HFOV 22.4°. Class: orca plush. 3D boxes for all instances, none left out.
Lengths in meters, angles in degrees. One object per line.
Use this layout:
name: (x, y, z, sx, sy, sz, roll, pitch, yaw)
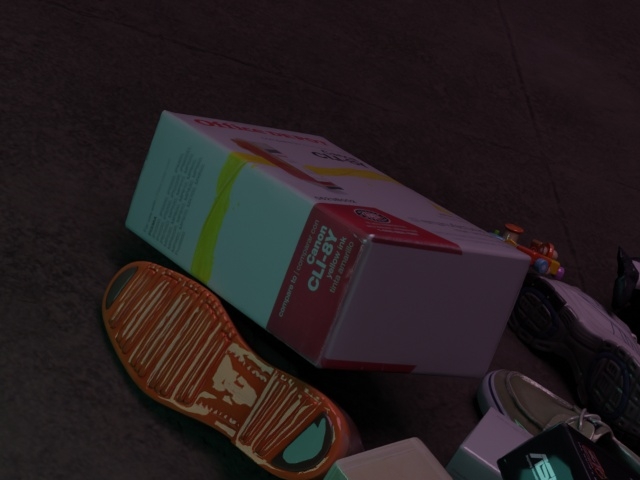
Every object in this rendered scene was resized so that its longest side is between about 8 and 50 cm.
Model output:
orca plush: (0.457, 0.098, 2.233, 0.287, 0.102, 0.151, 5, 53, -56)

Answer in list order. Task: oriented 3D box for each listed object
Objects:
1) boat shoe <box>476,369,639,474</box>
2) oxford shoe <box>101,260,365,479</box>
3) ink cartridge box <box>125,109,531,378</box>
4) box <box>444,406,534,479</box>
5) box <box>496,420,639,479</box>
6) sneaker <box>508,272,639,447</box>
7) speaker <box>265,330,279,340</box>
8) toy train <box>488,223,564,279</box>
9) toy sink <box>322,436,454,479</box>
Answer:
boat shoe: (0.316, 0.251, 1.935, 0.302, 0.094, 0.109, 44, 37, 22)
oxford shoe: (-0.100, 0.154, 1.786, 0.364, 0.130, 0.133, 39, 2, 27)
ink cartridge box: (0.000, 0.000, 1.852, 0.279, 0.160, 0.385, 7, 19, -45)
box: (0.199, 0.266, 1.840, 0.101, 0.087, 0.102, 35, 35, 9)
box: (0.344, 0.404, 1.610, 0.318, 0.097, 0.395, 38, 24, -50)
sneaker: (0.377, 0.147, 2.109, 0.129, 0.111, 0.297, -3, 45, -44)
speaker: (0.001, 0.096, 1.953, 0.136, 0.055, 0.055, 3, 41, -32)
toy train: (0.270, 0.006, 2.197, 0.125, 0.046, 0.166, 22, 4, -42)
toy sink: (0.089, 0.341, 1.612, 0.131, 0.152, 0.234, -10, 51, -42)
